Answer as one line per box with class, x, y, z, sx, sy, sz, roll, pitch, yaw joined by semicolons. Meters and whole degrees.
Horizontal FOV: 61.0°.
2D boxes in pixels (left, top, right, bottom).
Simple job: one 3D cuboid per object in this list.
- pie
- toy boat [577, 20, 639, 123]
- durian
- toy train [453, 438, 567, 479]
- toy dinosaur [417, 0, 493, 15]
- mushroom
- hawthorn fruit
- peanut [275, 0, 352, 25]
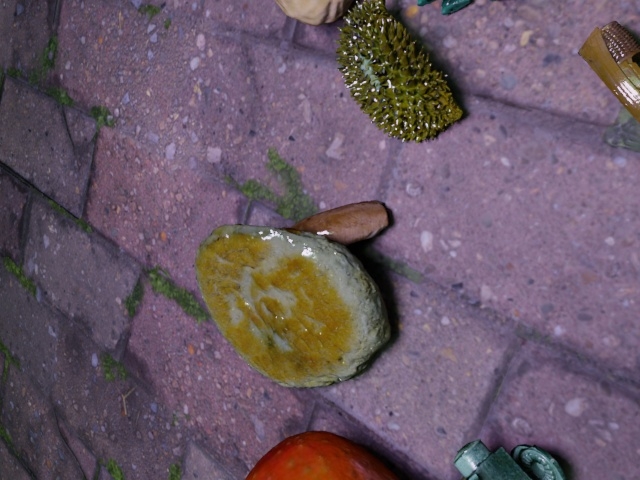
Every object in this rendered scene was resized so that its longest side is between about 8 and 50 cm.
pie;-0.055;0.095;0.805;0.323;0.070;0.323;15;129;20
toy boat;0.332;-0.166;0.568;0.049;0.047;0.149;-41;68;31
durian;0.079;-0.222;0.718;0.137;0.095;0.221;-37;74;36
toy train;0.264;0.375;0.626;0.307;0.126;0.190;47;150;25
toy dinosaur;0.149;-0.356;0.674;0.259;0.094;0.153;-11;84;45
mushroom;0.000;-0.002;0.805;0.209;0.094;0.072;-34;76;38
hawthorn fruit;-0.001;0.392;0.727;0.299;0.275;0.275;44;118;47
peanut;-0.037;-0.456;0.769;0.147;0.147;0.306;-21;80;36
